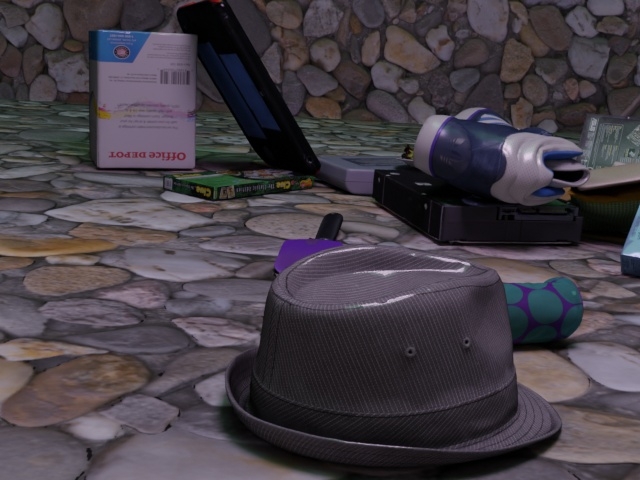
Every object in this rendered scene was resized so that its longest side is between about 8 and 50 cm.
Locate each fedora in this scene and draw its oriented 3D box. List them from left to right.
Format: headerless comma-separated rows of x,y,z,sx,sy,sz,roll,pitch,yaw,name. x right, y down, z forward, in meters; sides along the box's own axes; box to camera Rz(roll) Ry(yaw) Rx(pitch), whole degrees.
0.060,0.076,0.729,0.275,0.124,0.244,-2,14,-22,fedora

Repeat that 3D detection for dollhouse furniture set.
0.539,-0.030,1.401,0.302,0.151,0.197,-8,-23,15,dollhouse furniture set

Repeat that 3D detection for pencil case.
0.183,0.071,0.920,0.152,0.064,0.070,-1,29,-20,pencil case

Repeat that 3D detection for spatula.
0.000,0.000,1.252,0.084,0.030,0.296,3,13,7,spatula

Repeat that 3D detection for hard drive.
0.245,-0.060,1.512,0.237,0.064,0.339,0,13,-15,hard drive

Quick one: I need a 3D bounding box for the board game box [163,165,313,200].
-0.147,-0.108,1.693,0.136,0.030,0.260,17,18,38,board game box

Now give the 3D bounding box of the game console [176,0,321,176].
-0.152,-0.306,1.845,0.060,0.386,0.342,-34,20,-7,game console

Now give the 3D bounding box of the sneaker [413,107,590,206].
0.302,-0.118,1.413,0.236,0.130,0.323,21,14,24,sneaker

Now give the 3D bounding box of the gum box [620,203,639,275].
0.515,-0.009,1.226,0.184,0.041,0.157,12,53,29,gum box

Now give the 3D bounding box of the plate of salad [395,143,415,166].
0.241,-0.158,1.720,0.200,0.048,0.200,3,9,0,plate of salad

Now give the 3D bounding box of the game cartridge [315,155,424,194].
0.152,-0.131,1.825,0.297,0.062,0.198,-2,18,-24,game cartridge

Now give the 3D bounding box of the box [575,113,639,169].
0.552,-0.130,1.652,0.183,0.056,0.231,8,50,20,box

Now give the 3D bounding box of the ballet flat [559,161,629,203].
0.475,-0.096,1.533,0.232,0.073,0.080,-12,-26,24,ballet flat

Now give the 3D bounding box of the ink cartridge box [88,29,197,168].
-0.369,-0.291,1.886,0.198,0.270,0.197,-1,12,-20,ink cartridge box
